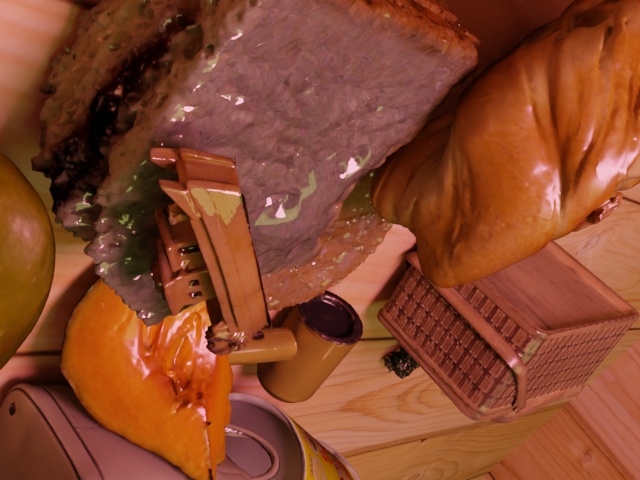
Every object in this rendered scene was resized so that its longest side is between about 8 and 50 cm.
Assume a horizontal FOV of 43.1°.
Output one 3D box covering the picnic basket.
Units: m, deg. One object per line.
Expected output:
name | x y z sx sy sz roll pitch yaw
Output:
picnic basket | 0.257 0.112 1.143 0.312 0.228 0.175 -1 129 -46

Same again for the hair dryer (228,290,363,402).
hair dryer | -0.089 0.133 0.963 0.278 0.090 0.135 3 135 -41

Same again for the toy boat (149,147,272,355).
toy boat | -0.077 0.013 0.536 0.072 0.064 0.206 -14 145 -5

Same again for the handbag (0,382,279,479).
handbag | -0.172 0.243 0.858 0.315 0.241 0.109 19 109 -51

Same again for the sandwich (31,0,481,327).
sandwich | -0.064 -0.079 0.609 0.262 0.131 0.325 5 132 -53

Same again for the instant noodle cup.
instant noodle cup | -0.099 0.351 1.072 0.311 0.311 0.221 -32 141 -9

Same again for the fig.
fig | -0.264 0.028 0.509 0.180 0.191 0.181 4 154 2

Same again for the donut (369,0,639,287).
donut | 0.211 -0.106 0.755 0.360 0.170 0.360 -36 179 0

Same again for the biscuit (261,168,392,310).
biscuit | -0.001 -0.001 0.900 0.219 0.033 0.220 -29 150 -18

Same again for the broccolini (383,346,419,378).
broccolini | 0.206 0.140 1.331 0.239 0.051 0.054 -39 143 -1

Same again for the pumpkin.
pumpkin | -0.167 0.110 0.805 0.149 0.130 0.254 -3 104 -3
